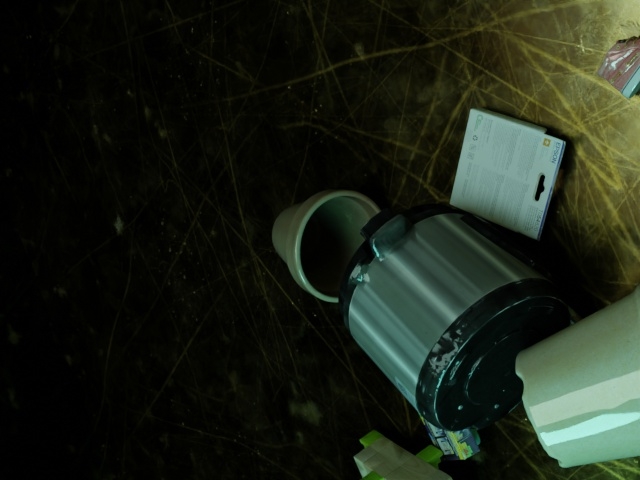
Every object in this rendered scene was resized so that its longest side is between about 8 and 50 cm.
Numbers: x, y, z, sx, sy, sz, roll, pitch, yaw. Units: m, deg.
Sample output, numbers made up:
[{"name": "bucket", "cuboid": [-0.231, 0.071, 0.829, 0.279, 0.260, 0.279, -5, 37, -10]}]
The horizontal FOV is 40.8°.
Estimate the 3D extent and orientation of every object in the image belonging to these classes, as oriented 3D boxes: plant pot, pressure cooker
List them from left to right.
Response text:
[{"name": "plant pot", "cuboid": [0.000, 0.000, 2.074, 0.229, 0.263, 0.263, 15, 113, 59]}, {"name": "pressure cooker", "cuboid": [0.241, 0.129, 1.752, 0.420, 0.376, 0.369, 45, 130, 43]}, {"name": "plant pot", "cuboid": [0.527, 0.250, 1.509, 0.306, 0.334, 0.333, -26, 84, 23]}]

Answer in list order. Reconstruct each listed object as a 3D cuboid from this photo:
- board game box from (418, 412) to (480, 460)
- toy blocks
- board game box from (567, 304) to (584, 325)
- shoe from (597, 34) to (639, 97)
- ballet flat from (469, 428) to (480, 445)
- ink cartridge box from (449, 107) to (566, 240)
[{"name": "board game box", "cuboid": [0.288, 0.423, 2.001, 0.170, 0.048, 0.141, 64, 160, 8]}, {"name": "toy blocks", "cuboid": [0.232, 0.641, 2.056, 0.381, 0.191, 0.260, 15, 132, 61]}, {"name": "board game box", "cuboid": [0.498, 0.207, 1.789, 0.201, 0.035, 0.136, 45, 128, 25]}, {"name": "shoe", "cuboid": [0.571, -0.347, 1.540, 0.081, 0.063, 0.178, 43, 132, 19]}, {"name": "ballet flat", "cuboid": [0.336, 0.423, 2.002, 0.041, 0.041, 0.114, -20, 87, 44]}, {"name": "ink cartridge box", "cuboid": [0.390, -0.140, 1.781, 0.224, 0.045, 0.223, 27, 120, 34]}]
